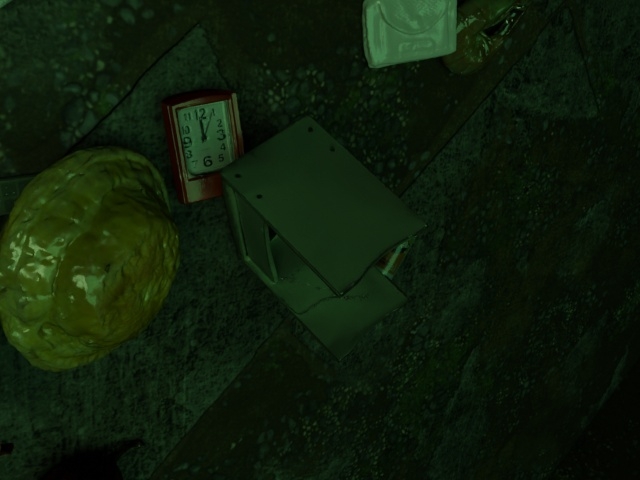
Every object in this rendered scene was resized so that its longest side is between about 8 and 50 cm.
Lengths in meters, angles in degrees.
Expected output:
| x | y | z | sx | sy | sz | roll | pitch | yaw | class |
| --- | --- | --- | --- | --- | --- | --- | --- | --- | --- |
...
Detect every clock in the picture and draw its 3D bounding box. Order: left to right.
| x | y | z | sx | sy | sz | roll | pitch | yaw | class |
| --- | --- | --- | --- | --- | --- | --- | --- | --- | --- |
| -0.175 | -0.144 | 0.913 | 0.113 | 0.061 | 0.155 | -19 | 118 | -31 | clock |

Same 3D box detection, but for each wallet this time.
| x | y | z | sx | sy | sz | roll | pitch | yaw | class |
| --- | --- | --- | --- | --- | --- | --- | --- | --- | --- |
| 0.158 | -0.370 | 1.055 | 0.182 | 0.032 | 0.124 | -15 | 117 | -21 | wallet |

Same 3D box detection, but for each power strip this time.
| x | y | z | sx | sy | sz | roll | pitch | yaw | class |
| --- | --- | --- | --- | --- | --- | --- | --- | --- | --- |
| -0.398 | -0.061 | 0.809 | 0.136 | 0.019 | 0.051 | -14 | 120 | -32 | power strip |

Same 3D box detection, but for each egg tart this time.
| x | y | z | sx | sy | sz | roll | pitch | yaw | class |
| --- | --- | --- | --- | --- | --- | --- | --- | --- | --- |
| -0.278 | 0.036 | 0.815 | 0.319 | 0.128 | 0.319 | -47 | 148 | -42 | egg tart |

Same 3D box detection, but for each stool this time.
| x | y | z | sx | sy | sz | roll | pitch | yaw | class |
| --- | --- | --- | --- | --- | --- | --- | --- | --- | --- |
| 0.000 | 0.000 | 0.929 | 0.170 | 0.269 | 0.244 | -37 | 156 | -19 | stool |

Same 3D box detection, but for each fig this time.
| x | y | z | sx | sy | sz | roll | pitch | yaw | class |
| --- | --- | --- | --- | --- | --- | --- | --- | --- | --- |
| -0.375 | 0.407 | 0.967 | 0.148 | 0.149 | 0.202 | 38 | 75 | -26 | fig |

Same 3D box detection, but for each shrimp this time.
| x | y | z | sx | sy | sz | roll | pitch | yaw | class |
| --- | --- | --- | --- | --- | --- | --- | --- | --- | --- |
| 0.331 | -0.421 | 1.161 | 0.267 | 0.061 | 0.145 | -46 | 131 | -10 | shrimp |

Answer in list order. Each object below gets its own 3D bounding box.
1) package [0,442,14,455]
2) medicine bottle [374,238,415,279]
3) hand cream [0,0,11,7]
| x | y | z | sx | sy | sz | roll | pitch | yaw | class |
| --- | --- | --- | --- | --- | --- | --- | --- | --- | --- |
| -0.474 | 0.120 | 0.720 | 0.108 | 0.223 | 0.288 | -27 | 128 | -61 | package |
| 0.103 | 0.059 | 1.225 | 0.092 | 0.061 | 0.221 | 29 | 93 | -17 | medicine bottle |
| -0.410 | -0.385 | 0.612 | 0.139 | 0.089 | 0.314 | -42 | 138 | -12 | hand cream |
